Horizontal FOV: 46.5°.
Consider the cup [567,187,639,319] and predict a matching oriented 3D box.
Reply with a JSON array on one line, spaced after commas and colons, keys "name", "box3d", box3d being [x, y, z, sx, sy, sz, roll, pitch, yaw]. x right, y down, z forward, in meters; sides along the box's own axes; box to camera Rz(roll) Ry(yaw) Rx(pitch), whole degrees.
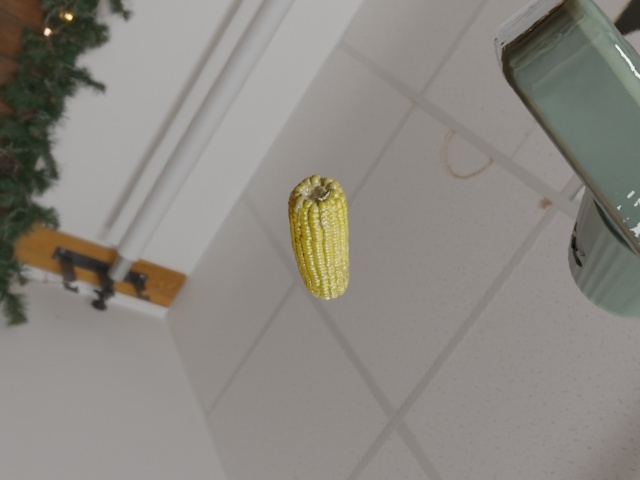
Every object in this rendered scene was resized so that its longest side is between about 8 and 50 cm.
[{"name": "cup", "box3d": [0.648, -0.061, 1.357, 0.401, 0.392, 0.310, -43, -110, -10]}]

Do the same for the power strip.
[{"name": "power strip", "box3d": [0.196, -0.033, 0.428, 0.059, 0.265, 0.193, -37, -167, 23]}]

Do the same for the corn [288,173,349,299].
[{"name": "corn", "box3d": [0.000, 0.000, 1.190, 0.244, 0.094, 0.093, 85, -6, -50]}]
